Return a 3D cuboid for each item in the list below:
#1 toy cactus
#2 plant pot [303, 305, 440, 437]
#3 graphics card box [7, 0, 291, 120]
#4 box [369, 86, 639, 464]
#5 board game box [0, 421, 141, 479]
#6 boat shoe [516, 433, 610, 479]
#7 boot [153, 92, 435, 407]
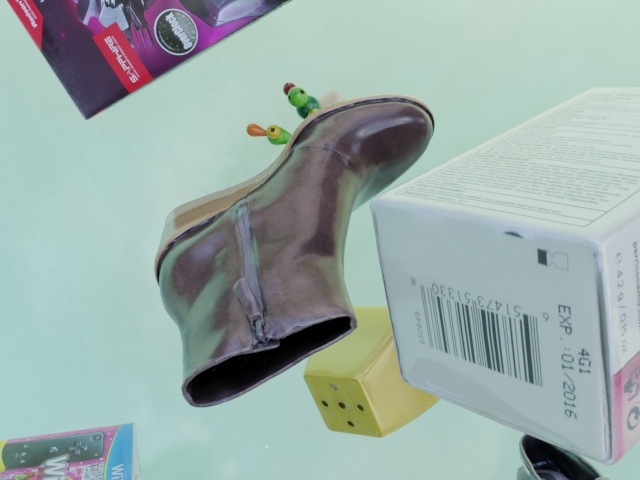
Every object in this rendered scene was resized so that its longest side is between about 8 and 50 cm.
[{"bbox_3d":[-0.023,-0.164,1.234,0.112,0.219,0.180,10,49,25],"label":"toy cactus"},{"bbox_3d":[0.091,0.268,1.582,0.187,0.212,0.212,-42,117,-41],"label":"plant pot"},{"bbox_3d":[-0.204,-0.330,0.976,0.370,0.094,0.233,-23,107,24],"label":"graphics card box"},{"bbox_3d":[0.167,0.001,0.479,0.232,0.148,0.127,-27,116,-34],"label":"box"},{"bbox_3d":[-0.378,0.347,0.991,0.303,0.224,0.098,-5,117,-10],"label":"board game box"},{"bbox_3d":[0.377,0.377,1.214,0.112,0.335,0.096,-13,93,-7],"label":"boat shoe"},{"bbox_3d":[0.000,0.000,0.576,0.248,0.090,0.207,-27,36,1],"label":"boot"}]
